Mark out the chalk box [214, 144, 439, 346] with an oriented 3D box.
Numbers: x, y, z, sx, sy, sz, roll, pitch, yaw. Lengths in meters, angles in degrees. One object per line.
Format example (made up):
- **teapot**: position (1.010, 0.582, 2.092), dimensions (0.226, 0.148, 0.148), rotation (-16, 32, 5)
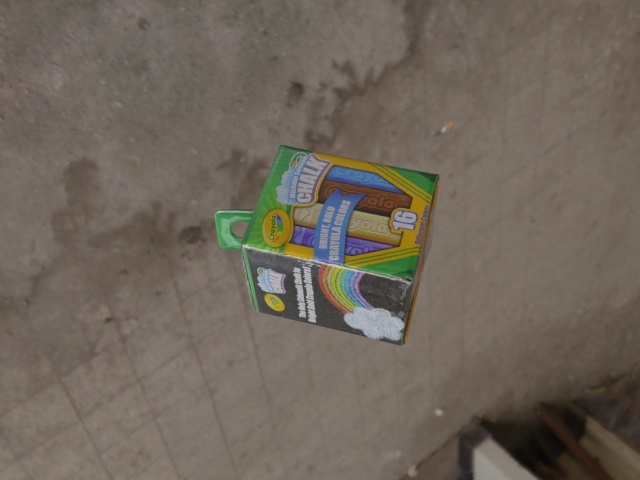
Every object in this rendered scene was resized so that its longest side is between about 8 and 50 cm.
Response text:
- **chalk box**: position (0.000, 0.000, 1.191), dimensions (0.180, 0.289, 0.179), rotation (88, 18, -56)
